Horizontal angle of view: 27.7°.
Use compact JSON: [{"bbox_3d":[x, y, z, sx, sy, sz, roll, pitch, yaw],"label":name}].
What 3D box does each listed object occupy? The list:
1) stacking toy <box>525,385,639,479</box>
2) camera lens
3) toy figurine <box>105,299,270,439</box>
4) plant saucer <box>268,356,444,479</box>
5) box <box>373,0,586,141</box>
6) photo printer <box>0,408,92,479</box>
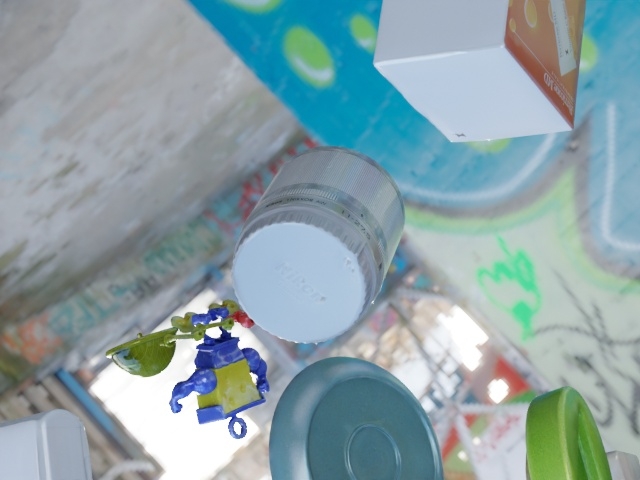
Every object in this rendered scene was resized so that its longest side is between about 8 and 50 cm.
[{"bbox_3d":[0.172,0.274,0.979,0.130,0.279,0.309,-16,152,21],"label":"stacking toy"},{"bbox_3d":[0.000,0.000,1.930,0.219,0.219,0.274,-48,-173,30],"label":"camera lens"},{"bbox_3d":[-0.152,0.221,2.068,0.191,0.217,0.362,-8,-174,36],"label":"toy figurine"},{"bbox_3d":[0.066,0.315,1.850,0.044,0.317,0.317,-27,-172,48],"label":"plant saucer"},{"bbox_3d":[0.205,-0.321,1.558,0.215,0.168,0.345,35,58,-51],"label":"box"},{"bbox_3d":[-0.436,0.374,1.709,0.307,0.256,0.107,-16,165,31],"label":"photo printer"}]
